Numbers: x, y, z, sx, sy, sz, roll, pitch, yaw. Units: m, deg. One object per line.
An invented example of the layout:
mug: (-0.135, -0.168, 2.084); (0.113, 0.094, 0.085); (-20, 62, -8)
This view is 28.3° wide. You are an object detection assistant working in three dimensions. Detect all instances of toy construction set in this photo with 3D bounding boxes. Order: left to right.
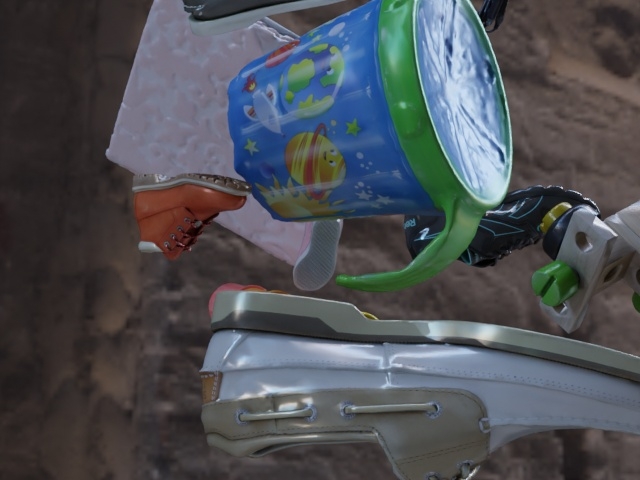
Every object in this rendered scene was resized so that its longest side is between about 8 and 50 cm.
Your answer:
toy construction set: (0.327, 0.023, 1.072); (0.237, 0.257, 0.309); (-17, -12, -29)

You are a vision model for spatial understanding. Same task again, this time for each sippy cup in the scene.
sippy cup: (0.040, -0.118, 1.226); (0.224, 0.305, 0.240); (-14, -54, 27)

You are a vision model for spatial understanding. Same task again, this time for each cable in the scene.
cable: (0.252, -0.434, 2.100); (0.150, 0.184, 0.047); (4, 21, -25)

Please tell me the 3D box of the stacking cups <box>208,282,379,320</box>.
stacking cups: (-0.035, 0.108, 1.563); (0.096, 0.096, 0.316); (10, 2, -30)

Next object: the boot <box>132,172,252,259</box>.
boot: (-0.123, -0.023, 1.216); (0.059, 0.085, 0.158); (7, -7, -42)

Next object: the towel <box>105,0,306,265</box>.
towel: (-0.109, -0.157, 1.701); (0.332, 0.053, 0.317); (30, -54, 9)

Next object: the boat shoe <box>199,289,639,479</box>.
boat shoe: (0.071, 0.102, 0.779); (0.302, 0.103, 0.113); (6, -11, 20)

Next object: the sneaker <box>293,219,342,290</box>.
sneaker: (0.000, 0.000, 1.638); (0.051, 0.070, 0.134); (13, -50, -6)

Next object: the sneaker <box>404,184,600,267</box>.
sneaker: (0.241, -0.012, 1.705); (0.267, 0.106, 0.101); (0, -25, 2)

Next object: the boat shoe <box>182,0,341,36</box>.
boat shoe: (-0.025, -0.325, 1.498); (0.305, 0.091, 0.109); (-14, 25, 14)
